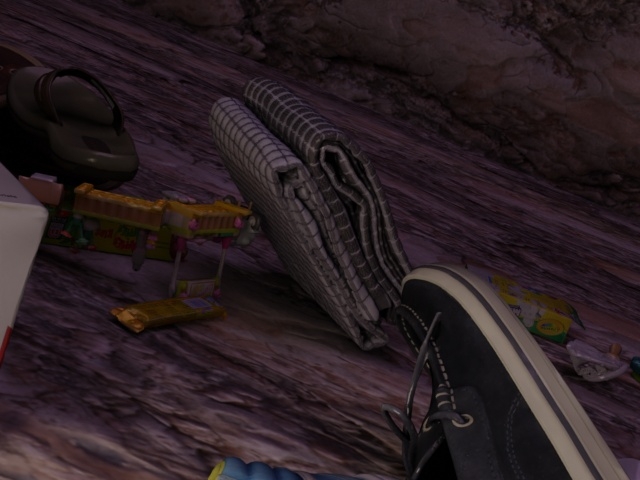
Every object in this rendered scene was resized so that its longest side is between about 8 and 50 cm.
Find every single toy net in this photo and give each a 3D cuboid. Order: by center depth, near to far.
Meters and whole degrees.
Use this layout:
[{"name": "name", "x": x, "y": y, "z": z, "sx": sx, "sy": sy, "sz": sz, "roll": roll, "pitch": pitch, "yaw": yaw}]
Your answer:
[{"name": "toy net", "x": 0.418, "y": 0.181, "z": 1.650, "sx": 0.232, "sy": 0.045, "sz": 0.122, "roll": 9, "pitch": 21, "yaw": -34}]

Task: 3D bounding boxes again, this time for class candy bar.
[{"name": "candy bar", "x": -0.152, "y": 0.074, "z": 1.274, "sx": 0.040, "sy": 0.018, "sz": 0.161, "roll": 33, "pitch": 18, "yaw": 25}]

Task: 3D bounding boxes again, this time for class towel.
[{"name": "towel", "x": 0.003, "y": -0.037, "z": 1.419, "sx": 0.284, "sy": 0.121, "sz": 0.235, "roll": 61, "pitch": -10, "yaw": -33}]

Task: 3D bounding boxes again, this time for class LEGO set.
[{"name": "LEGO set", "x": -0.189, "y": 0.002, "z": 1.338, "sx": 0.287, "sy": 0.107, "sz": 0.132, "roll": 5, "pitch": 13, "yaw": -36}]

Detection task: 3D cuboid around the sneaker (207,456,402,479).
[{"name": "sneaker", "x": 0.014, "y": 0.235, "z": 0.748, "sx": 0.208, "sy": 0.127, "sz": 0.319, "roll": 16, "pitch": 6, "yaw": -29}]

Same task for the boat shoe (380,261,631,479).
[{"name": "boat shoe", "x": 0.134, "y": 0.176, "z": 0.971, "sx": 0.187, "sy": 0.156, "sz": 0.500, "roll": 60, "pitch": 2, "yaw": -32}]

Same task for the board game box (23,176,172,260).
[{"name": "board game box", "x": -0.252, "y": -0.023, "z": 1.427, "sx": 0.181, "sy": 0.043, "sz": 0.092, "roll": 10, "pitch": 18, "yaw": -38}]

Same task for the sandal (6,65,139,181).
[{"name": "sandal", "x": -0.280, "y": -0.154, "z": 1.445, "sx": 0.120, "sy": 0.086, "sz": 0.303, "roll": -2, "pitch": 24, "yaw": -30}]

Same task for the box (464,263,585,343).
[{"name": "box", "x": 0.289, "y": 0.093, "z": 1.776, "sx": 0.179, "sy": 0.043, "sz": 0.105, "roll": 19, "pitch": 15, "yaw": -1}]

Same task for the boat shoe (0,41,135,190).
[{"name": "boat shoe", "x": -0.402, "y": -0.168, "z": 1.592, "sx": 0.342, "sy": 0.123, "sz": 0.123, "roll": 33, "pitch": 17, "yaw": 18}]

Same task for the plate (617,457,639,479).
[{"name": "plate", "x": 0.310, "y": 0.291, "z": 1.105, "sx": 0.277, "sy": 0.045, "sz": 0.278, "roll": 5, "pitch": 22, "yaw": -45}]

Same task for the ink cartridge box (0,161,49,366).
[{"name": "ink cartridge box", "x": -0.331, "y": 0.004, "z": 0.922, "sx": 0.114, "sy": 0.197, "sz": 0.273, "roll": 8, "pitch": 20, "yaw": -40}]
